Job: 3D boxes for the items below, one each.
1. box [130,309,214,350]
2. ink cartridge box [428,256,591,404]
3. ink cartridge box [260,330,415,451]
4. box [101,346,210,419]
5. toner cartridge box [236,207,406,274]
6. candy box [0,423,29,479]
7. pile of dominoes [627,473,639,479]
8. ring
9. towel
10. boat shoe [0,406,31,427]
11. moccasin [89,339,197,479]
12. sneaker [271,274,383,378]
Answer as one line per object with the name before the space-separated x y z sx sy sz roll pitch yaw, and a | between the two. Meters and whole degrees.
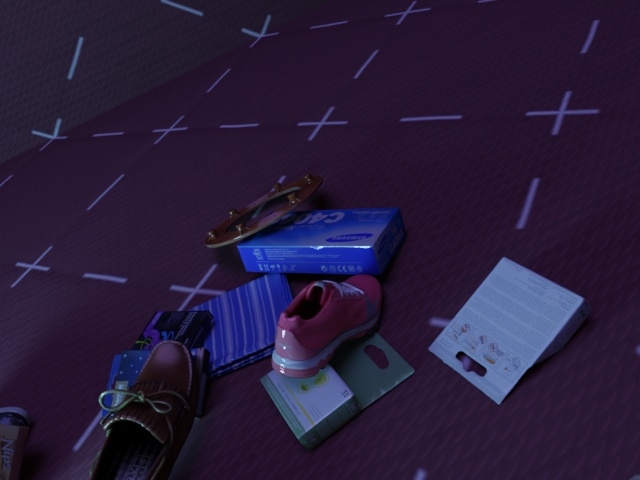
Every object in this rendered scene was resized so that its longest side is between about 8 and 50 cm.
box | -0.325 0.204 1.373 0.162 0.029 0.116 -4 41 29
ink cartridge box | 0.325 0.156 1.093 0.225 0.056 0.181 -51 40 -3
ink cartridge box | 0.027 0.246 1.140 0.235 0.056 0.171 -36 37 -9
box | -0.338 0.288 1.261 0.225 0.036 0.137 -5 62 16
toner cartridge box | 0.000 0.000 1.411 0.347 0.075 0.165 -1 32 30
candy box | -0.741 0.459 1.252 0.316 0.087 0.183 -7 68 25
pile of dominoes | 0.406 0.373 0.722 0.195 0.040 0.251 -33 8 -6
ring | -0.147 -0.083 1.564 0.336 0.032 0.337 -26 16 8
towel | -0.211 0.191 1.360 0.335 0.040 0.243 -24 36 3
boat shoe | -0.745 0.419 1.361 0.227 0.081 0.069 -14 34 11
moccasin | -0.316 0.333 1.093 0.139 0.147 0.380 11 49 12
sneaker | 0.027 0.124 1.169 0.115 0.136 0.313 17 34 30
